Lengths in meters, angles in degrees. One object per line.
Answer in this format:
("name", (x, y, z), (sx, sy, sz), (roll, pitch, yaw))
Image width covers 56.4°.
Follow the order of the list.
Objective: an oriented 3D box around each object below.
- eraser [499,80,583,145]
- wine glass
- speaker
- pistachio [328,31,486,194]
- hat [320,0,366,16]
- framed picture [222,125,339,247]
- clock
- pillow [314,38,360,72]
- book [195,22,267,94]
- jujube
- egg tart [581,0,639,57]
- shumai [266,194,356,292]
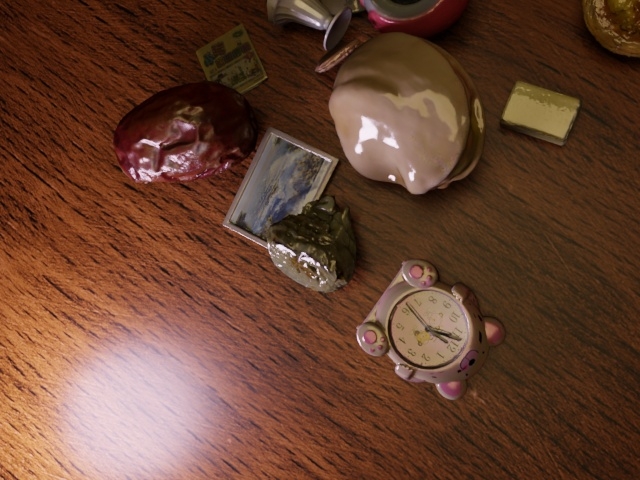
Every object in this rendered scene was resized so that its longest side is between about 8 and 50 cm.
("eraser", (0.553, -0.319, 1.501), (0.172, 0.058, 0.117), (22, 91, 14))
("wine glass", (-0.030, -0.619, 1.624), (0.197, 0.165, 0.164), (37, 95, 9))
("speaker", (0.242, -0.645, 1.498), (0.295, 0.294, 0.294), (-1, 85, 14))
("pistachio", (0.203, -0.309, 1.476), (0.445, 0.282, 0.365), (50, 129, 24))
("hat", (0.074, -0.758, 1.623), (0.215, 0.149, 0.244), (-13, 72, 13))
("framed picture", (-0.112, -0.134, 1.670), (0.232, 0.024, 0.314), (27, 93, 14))
("clock", (0.279, 0.225, 1.500), (0.310, 0.114, 0.284), (35, 93, 13))
("pillow", (0.040, -0.488, 1.577), (0.135, 0.211, 0.034), (-33, 107, 8))
("book", (-0.260, -0.512, 1.744), (0.168, 0.013, 0.192), (-27, 79, 11))
("jujube", (-0.365, -0.286, 1.628), (0.377, 0.276, 0.276), (-22, 81, 13))
("egg tart", (0.781, -0.575, 1.438), (0.291, 0.115, 0.290), (-1, 88, 14))
("shumai", (-0.001, 0.001, 1.576), (0.256, 0.189, 0.218), (26, 70, 16))
